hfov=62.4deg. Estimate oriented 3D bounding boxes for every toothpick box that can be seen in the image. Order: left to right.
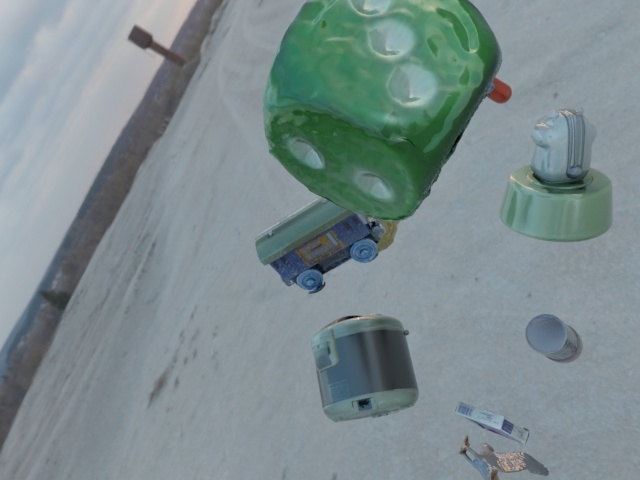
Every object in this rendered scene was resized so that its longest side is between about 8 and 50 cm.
[{"bbox_3d":[0.578,0.244,1.307,0.099,0.149,0.098,-18,60,34],"label":"toothpick box"}]

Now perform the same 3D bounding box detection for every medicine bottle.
[{"bbox_3d":[0.553,0.584,1.703,0.171,0.201,0.052,7,68,46],"label":"medicine bottle"}]

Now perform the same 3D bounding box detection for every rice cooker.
[{"bbox_3d":[0.133,0.403,1.716,0.335,0.336,0.325,-37,56,46],"label":"rice cooker"}]

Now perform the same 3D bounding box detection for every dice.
[{"bbox_3d":[0.096,-0.225,0.868,0.297,0.300,0.287,-59,-10,-23],"label":"dice"}]

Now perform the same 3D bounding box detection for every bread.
[{"bbox_3d":[0.159,-0.049,1.685,0.245,0.134,0.244,-30,43,33],"label":"bread"}]

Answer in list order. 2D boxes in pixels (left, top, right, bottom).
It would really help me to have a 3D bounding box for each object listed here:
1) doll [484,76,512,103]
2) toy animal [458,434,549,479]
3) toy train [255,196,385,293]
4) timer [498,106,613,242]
[{"bbox_3d":[0.436,-0.498,1.568,0.129,0.291,0.161,-57,12,18],"label":"doll"},{"bbox_3d":[0.585,0.829,1.827,0.302,0.284,0.224,41,116,29],"label":"toy animal"},{"bbox_3d":[0.000,0.000,1.318,0.300,0.202,0.131,-31,36,14],"label":"toy train"},{"bbox_3d":[0.637,-0.195,1.408,0.290,0.291,0.315,-114,16,-62],"label":"timer"}]
